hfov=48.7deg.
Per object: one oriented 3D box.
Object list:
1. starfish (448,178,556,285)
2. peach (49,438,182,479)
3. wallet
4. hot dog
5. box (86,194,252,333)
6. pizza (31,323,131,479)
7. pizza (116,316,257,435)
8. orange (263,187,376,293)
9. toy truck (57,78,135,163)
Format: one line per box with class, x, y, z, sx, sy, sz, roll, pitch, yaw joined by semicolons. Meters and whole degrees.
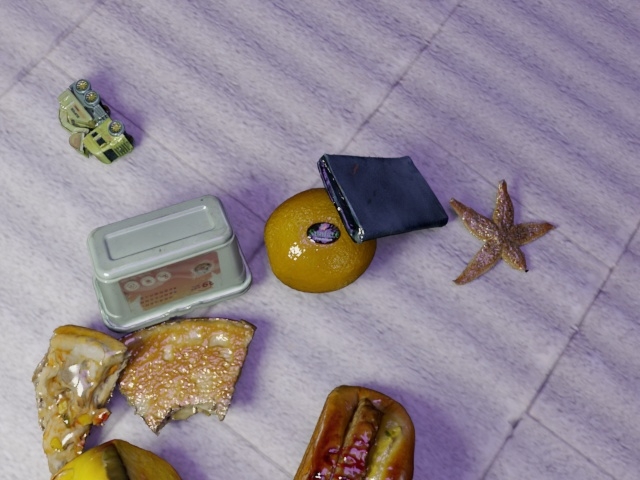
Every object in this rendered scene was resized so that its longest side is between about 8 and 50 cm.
starfish;0.388;-0.017;1.603;0.295;0.048;0.231;-31;90;-13
peach;-0.362;0.551;1.232;0.306;0.242;0.380;23;85;28
wallet;0.136;-0.094;1.468;0.379;0.046;0.190;-9;68;-55
hot dog;0.045;0.467;1.320;0.185;0.223;0.405;25;72;-3
box;-0.305;0.035;1.400;0.312;0.182;0.175;-18;57;-13
pizza;-0.477;0.303;1.341;0.189;0.071;0.297;24;97;18
pizza;-0.273;0.266;1.406;0.323;0.089;0.223;-10;69;-9
orange;0.000;0.000;1.457;0.236;0.236;0.236;2;73;-7
toy truck;-0.500;-0.250;1.532;0.116;0.085;0.191;-39;79;-7
